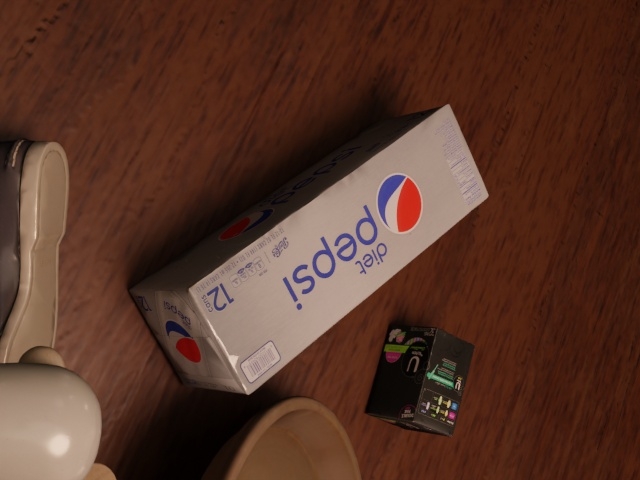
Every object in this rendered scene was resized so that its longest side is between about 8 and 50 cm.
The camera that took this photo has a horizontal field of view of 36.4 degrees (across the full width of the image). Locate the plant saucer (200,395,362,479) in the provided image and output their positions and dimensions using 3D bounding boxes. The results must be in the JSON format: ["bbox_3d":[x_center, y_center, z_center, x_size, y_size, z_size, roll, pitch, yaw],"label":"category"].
[{"bbox_3d":[-0.032,0.251,0.694,0.278,0.041,0.278,-3,90,-66],"label":"plant saucer"}]

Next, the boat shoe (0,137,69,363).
[{"bbox_3d":[-0.213,0.034,0.638,0.065,0.075,0.206,7,88,7],"label":"boat shoe"}]

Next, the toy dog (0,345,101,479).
[{"bbox_3d":[-0.285,0.032,0.506,0.333,0.220,0.161,40,26,-28],"label":"toy dog"}]

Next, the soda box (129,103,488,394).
[{"bbox_3d":[0.000,0.000,0.760,0.286,0.098,0.091,-37,108,-32],"label":"soda box"}]

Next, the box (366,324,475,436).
[{"bbox_3d":[0.087,0.121,0.841,0.052,0.062,0.083,26,73,-34],"label":"box"}]

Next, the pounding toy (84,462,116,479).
[{"bbox_3d":[-0.181,0.248,0.624,0.181,0.094,0.206,24,65,-29],"label":"pounding toy"}]
